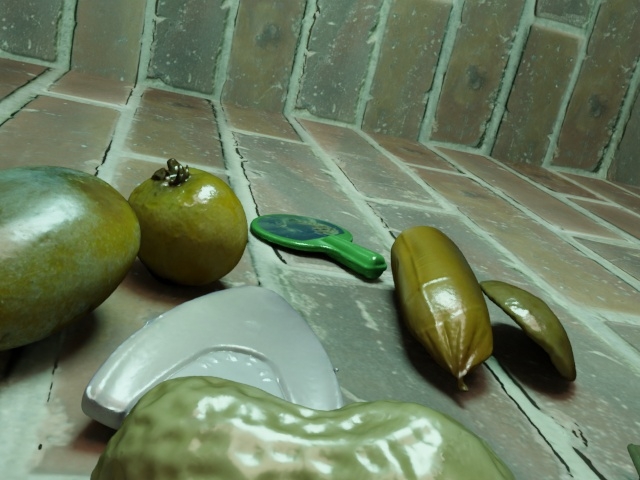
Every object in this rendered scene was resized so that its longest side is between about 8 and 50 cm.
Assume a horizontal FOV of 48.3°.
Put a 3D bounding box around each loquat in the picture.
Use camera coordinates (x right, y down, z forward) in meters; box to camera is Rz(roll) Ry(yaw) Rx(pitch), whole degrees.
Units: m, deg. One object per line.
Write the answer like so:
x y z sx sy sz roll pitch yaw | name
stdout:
-0.161 -0.018 0.859 0.137 0.163 0.163 -27 33 -17 | loquat

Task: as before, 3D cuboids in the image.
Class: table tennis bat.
0.000 0.000 1.110 0.160 0.039 0.257 -7 24 -44 | table tennis bat

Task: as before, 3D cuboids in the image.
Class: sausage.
0.147 0.073 0.874 0.112 0.112 0.328 12 20 -5 | sausage

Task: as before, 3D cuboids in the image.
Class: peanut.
0.016 0.163 0.416 0.291 0.143 0.159 19 41 16 | peanut

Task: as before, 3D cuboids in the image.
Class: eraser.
-0.074 0.113 0.649 0.204 0.059 0.243 13 20 0 | eraser

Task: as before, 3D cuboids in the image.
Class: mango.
-0.298 0.020 0.637 0.192 0.146 0.316 14 22 27 | mango

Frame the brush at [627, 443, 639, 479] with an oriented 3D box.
0.295 0.242 0.592 0.034 0.028 0.190 10 25 0 | brush

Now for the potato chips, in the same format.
0.266 0.098 0.891 0.150 0.049 0.201 47 5 3 | potato chips
